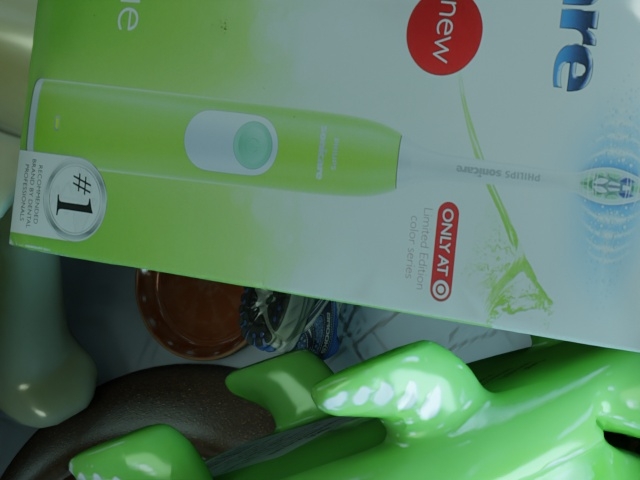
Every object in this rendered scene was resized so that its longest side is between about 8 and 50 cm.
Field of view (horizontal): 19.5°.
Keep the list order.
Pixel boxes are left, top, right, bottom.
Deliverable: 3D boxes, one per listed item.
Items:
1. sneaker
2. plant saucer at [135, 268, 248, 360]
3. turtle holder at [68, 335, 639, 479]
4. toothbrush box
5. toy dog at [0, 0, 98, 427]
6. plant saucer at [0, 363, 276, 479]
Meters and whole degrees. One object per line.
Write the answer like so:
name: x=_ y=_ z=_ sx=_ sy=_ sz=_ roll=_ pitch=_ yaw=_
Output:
sneaker: x=0.000 y=0.000 z=0.959 sx=0.052 sy=0.058 sz=0.135 roll=-5 pitch=63 yaw=49
plant saucer: x=-0.061 y=0.023 z=1.004 sx=0.083 sy=0.013 sz=0.083 roll=-1 pitch=87 yaw=25
turtle holder: x=0.075 y=0.142 z=0.797 sx=0.320 sy=0.243 sz=0.227 roll=-20 pitch=90 yaw=4
toothbrush box: x=0.033 y=-0.079 z=0.705 sx=0.283 sy=0.122 sz=0.206 roll=9 pitch=93 yaw=33
toy dog: x=-0.308 y=0.035 z=0.934 sx=0.395 sy=0.408 sz=0.285 roll=22 pitch=65 yaw=-7
plant saucer: x=-0.076 y=0.221 z=0.984 sx=0.310 sy=0.050 sz=0.311 roll=-1 pitch=88 yaw=25
